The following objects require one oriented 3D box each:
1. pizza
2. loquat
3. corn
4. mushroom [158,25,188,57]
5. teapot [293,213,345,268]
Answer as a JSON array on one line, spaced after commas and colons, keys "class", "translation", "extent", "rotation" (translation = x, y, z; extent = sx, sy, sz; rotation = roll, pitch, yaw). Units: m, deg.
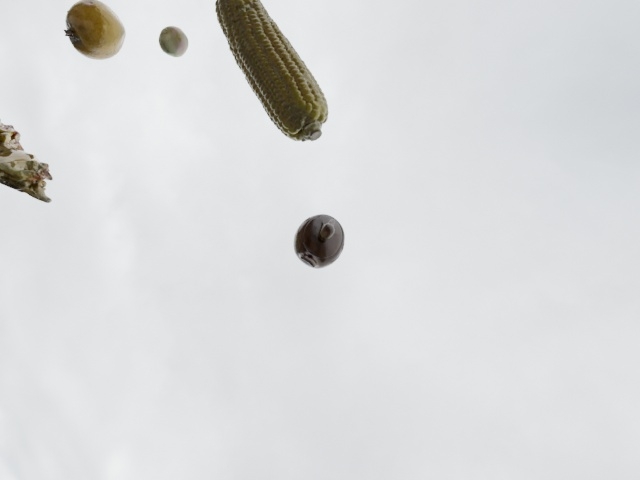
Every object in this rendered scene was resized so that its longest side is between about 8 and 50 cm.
[{"class": "pizza", "translation": [-0.640, -0.190, 0.790], "extent": [0.287, 0.251, 0.074], "rotation": [36, -85, 21]}, {"class": "loquat", "translation": [-0.843, -0.786, 1.630], "extent": [0.208, 0.208, 0.208], "rotation": [11, -70, 34]}, {"class": "corn", "translation": [-0.098, -0.349, 0.865], "extent": [0.120, 0.120, 0.363], "rotation": [-38, -106, 37]}, {"class": "mushroom", "translation": [-0.425, -0.574, 1.260], "extent": [0.067, 0.083, 0.084], "rotation": [28, -57, 60]}, {"class": "teapot", "translation": [0.000, 0.000, 0.836], "extent": [0.098, 0.129, 0.078], "rotation": [37, -35, -3]}]
